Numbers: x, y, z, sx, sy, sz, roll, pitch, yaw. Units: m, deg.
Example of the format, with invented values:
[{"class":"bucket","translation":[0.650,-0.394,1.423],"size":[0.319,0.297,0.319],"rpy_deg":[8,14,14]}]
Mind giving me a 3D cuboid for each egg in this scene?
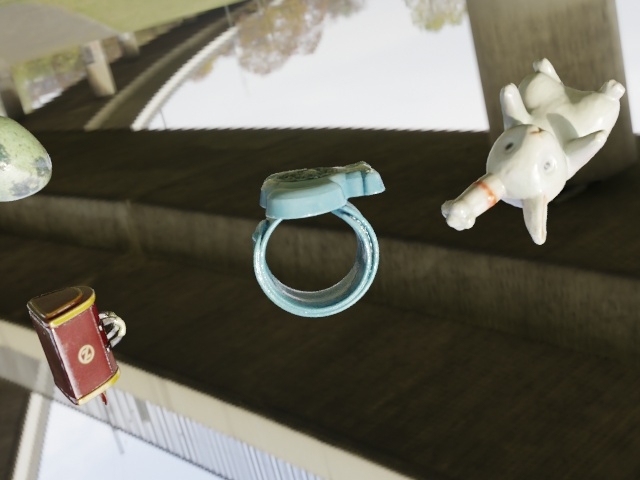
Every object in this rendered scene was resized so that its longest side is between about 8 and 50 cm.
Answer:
[{"class":"egg","translation":[-0.528,-0.134,1.505],"size":[0.182,0.141,0.141],"rpy_deg":[19,-164,-7]}]

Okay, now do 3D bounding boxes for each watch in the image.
[{"class":"watch","translation":[0.000,0.000,1.277],"size":[0.211,0.193,0.211],"rpy_deg":[-7,-167,2]}]

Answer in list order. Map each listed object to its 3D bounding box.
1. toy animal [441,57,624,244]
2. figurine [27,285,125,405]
[{"class":"toy animal","translation":[0.272,-0.112,1.157],"size":[0.140,0.138,0.282],"rpy_deg":[28,-133,20]},{"class":"figurine","translation":[-0.280,0.128,1.115],"size":[0.098,0.154,0.082],"rpy_deg":[-29,-152,-28]}]
